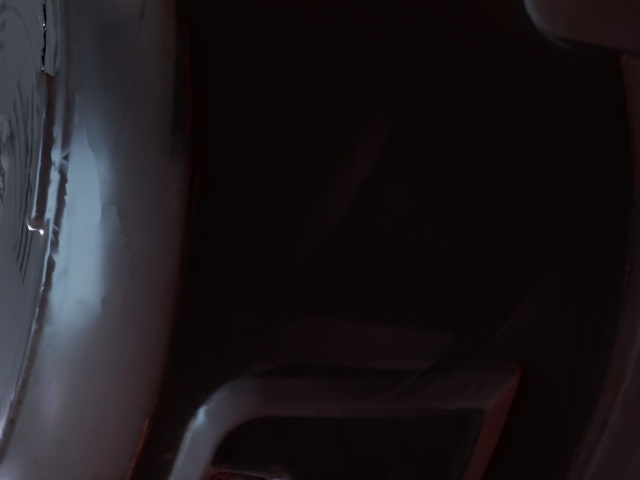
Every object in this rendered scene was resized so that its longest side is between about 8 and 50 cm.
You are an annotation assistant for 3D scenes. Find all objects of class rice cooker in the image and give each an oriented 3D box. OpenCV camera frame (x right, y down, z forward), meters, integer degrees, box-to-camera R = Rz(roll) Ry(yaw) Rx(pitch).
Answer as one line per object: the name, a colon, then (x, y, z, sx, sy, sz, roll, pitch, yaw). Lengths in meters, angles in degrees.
rice cooker: (0.000, 0.000, 0.745, 0.335, 0.325, 0.335, -174, 90, -67)
